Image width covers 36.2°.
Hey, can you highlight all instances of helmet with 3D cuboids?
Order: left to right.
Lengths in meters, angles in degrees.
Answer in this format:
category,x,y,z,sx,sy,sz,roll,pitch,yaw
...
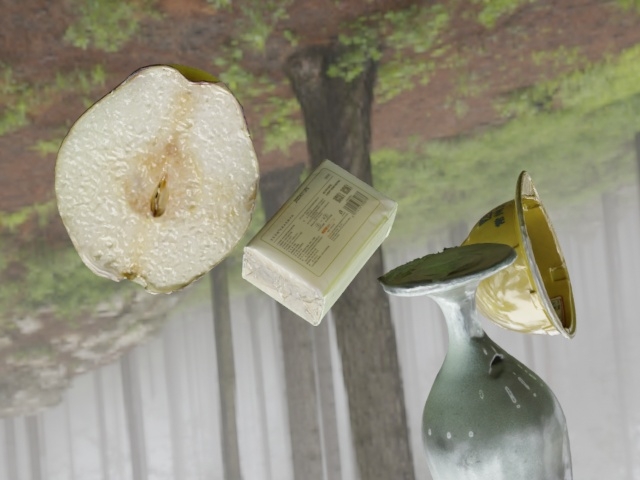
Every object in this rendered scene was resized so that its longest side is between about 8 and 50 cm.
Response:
category,x,y,z,sx,sy,sz,roll,pitch,yaw
helmet,0.274,0.040,1.427,0.140,0.257,0.205,-18,-155,25

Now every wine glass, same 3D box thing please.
category,x,y,z,sx,sy,sz,roll,pitch,yaw
wine glass,0.136,0.129,0.821,0.126,0.241,0.126,-15,-169,3

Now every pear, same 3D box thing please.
category,x,y,z,sx,sy,sz,roll,pitch,yaw
pear,-0.281,-0.118,1.703,0.340,0.387,0.191,19,-171,-15

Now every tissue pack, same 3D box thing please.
category,x,y,z,sx,sy,sz,roll,pitch,yaw
tissue pack,0.000,0.000,1.627,0.159,0.234,0.125,33,149,11
